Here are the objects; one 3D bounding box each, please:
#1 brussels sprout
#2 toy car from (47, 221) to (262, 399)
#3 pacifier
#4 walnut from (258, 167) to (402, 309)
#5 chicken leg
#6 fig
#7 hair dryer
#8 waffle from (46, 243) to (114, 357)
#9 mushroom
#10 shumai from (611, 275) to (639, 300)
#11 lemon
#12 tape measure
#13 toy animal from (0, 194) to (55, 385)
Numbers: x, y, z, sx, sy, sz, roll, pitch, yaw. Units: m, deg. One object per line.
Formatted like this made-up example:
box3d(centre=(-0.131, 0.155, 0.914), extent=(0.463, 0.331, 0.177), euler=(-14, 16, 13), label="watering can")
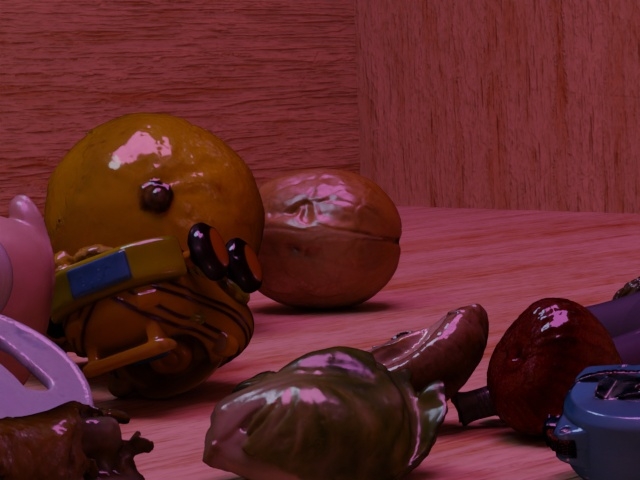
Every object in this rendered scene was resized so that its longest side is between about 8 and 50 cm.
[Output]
box3d(centre=(0.002, 0.142, 1.455), extent=(0.181, 0.100, 0.139), euler=(7, 22, -16), label="brussels sprout")
box3d(centre=(-0.159, 0.084, 1.848), extent=(0.200, 0.142, 0.248), euler=(-21, -17, 18), label="toy car")
box3d(centre=(-0.298, 0.078, 1.426), extent=(0.238, 0.225, 0.287), euler=(41, 32, 27), label="pacifier")
box3d(centre=(0.000, 0.000, 2.533), extent=(0.226, 0.193, 0.193), euler=(-7, 4, 12), label="walnut")
box3d(centre=(-0.266, 0.157, 1.217), extent=(0.201, 0.152, 0.429), euler=(16, 7, 35), label="chicken leg")
box3d(centre=(0.213, 0.127, 1.581), extent=(0.119, 0.153, 0.119), euler=(-47, 2, 2), label="fig")
box3d(centre=(0.250, 0.109, 1.749), extent=(0.361, 0.121, 0.301), euler=(-12, 1, -37), label="hair dryer")
box3d(centre=(-0.226, 0.062, 2.017), extent=(0.243, 0.058, 0.238), euler=(-28, -32, 33), label="waffle")
box3d(centre=(0.056, 0.125, 1.646), extent=(0.210, 0.072, 0.094), euler=(-23, 11, 14), label="mushroom")
box3d(centre=(0.362, 0.089, 1.952), extent=(0.124, 0.099, 0.087), euler=(-13, 20, 16), label="shumai")
box3d(centre=(-0.211, -0.021, 2.353), extent=(0.297, 0.297, 0.297), euler=(-2, 5, 0), label="lemon")
box3d(centre=(0.242, 0.141, 1.406), extent=(0.146, 0.081, 0.125), euler=(-1, 16, 22), label="tape measure")
box3d(centre=(-0.356, 0.074, 1.656), extent=(0.195, 0.212, 0.256), euler=(-1, 4, 35), label="toy animal")
